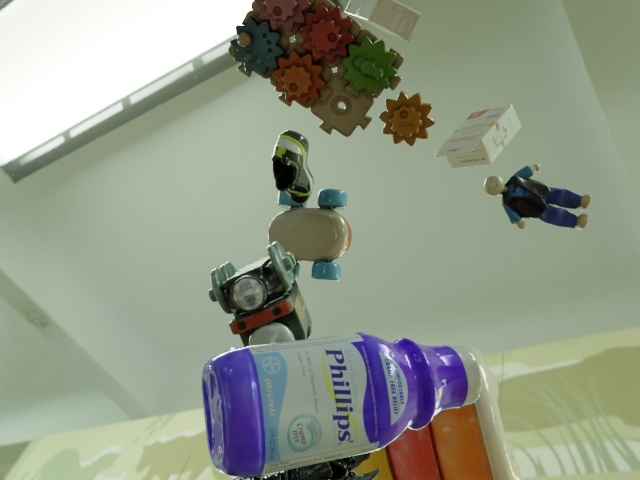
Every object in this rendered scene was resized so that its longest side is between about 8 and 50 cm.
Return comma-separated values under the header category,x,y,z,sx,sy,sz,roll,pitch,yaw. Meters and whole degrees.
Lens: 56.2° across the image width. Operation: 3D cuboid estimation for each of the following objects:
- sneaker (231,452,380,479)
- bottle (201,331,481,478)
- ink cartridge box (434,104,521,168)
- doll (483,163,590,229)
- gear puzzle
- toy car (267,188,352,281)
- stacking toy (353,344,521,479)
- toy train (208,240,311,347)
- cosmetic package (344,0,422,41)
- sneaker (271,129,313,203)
category,x,y,z,sx,sy,sz,roll,pitch,yaw
sneaker,-0.020,0.267,0.669,0.170,0.051,0.089,20,-63,-36
bottle,0.029,0.153,0.599,0.282,0.118,0.092,-2,-14,-24
ink cartridge box,0.365,-0.230,1.395,0.115,0.198,0.067,-1,-53,52
doll,0.383,-0.079,1.077,0.189,0.129,0.046,14,-13,-2
gear puzzle,0.023,-0.246,0.910,0.339,0.044,0.175,35,-58,-6
toy car,0.000,0.000,1.536,0.210,0.219,0.238,2,-9,21
stacking toy,0.175,0.448,1.338,0.479,0.351,0.351,-14,-57,12
toy train,-0.086,0.110,1.019,0.142,0.334,0.190,-24,-88,-1
cosmetic package,0.127,-0.479,1.261,0.098,0.239,0.060,22,-71,-19
sneaker,-0.075,-0.140,1.306,0.084,0.097,0.235,20,-28,16
